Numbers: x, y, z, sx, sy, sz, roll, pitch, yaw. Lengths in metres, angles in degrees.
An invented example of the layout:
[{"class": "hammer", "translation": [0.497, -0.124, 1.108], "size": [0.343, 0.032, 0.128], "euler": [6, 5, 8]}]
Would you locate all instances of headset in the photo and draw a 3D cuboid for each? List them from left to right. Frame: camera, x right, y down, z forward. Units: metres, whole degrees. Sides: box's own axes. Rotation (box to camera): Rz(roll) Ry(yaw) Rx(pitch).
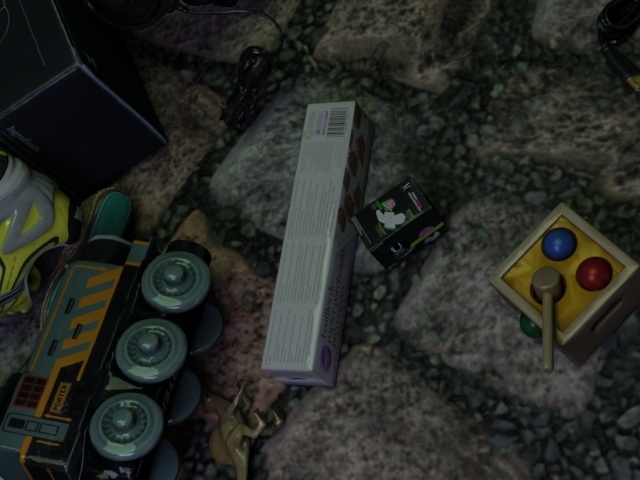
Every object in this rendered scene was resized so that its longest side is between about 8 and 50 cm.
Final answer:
[{"class": "headset", "translation": [-0.188, -0.318, 1.635], "size": [0.243, 0.185, 0.394], "euler": [-22, 58, -36]}]

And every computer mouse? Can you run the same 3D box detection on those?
[{"class": "computer mouse", "translation": [0.408, -0.212, 1.382], "size": [0.184, 0.060, 0.262], "euler": [-40, 57, 3]}]

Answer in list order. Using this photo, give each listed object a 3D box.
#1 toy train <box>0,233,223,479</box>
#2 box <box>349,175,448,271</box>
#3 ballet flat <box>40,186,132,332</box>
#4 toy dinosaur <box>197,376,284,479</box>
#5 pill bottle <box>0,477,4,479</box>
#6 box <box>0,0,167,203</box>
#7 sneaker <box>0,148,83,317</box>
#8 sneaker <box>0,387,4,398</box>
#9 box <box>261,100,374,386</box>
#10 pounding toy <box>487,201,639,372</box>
[{"class": "toy train", "translation": [-0.226, 0.134, 1.419], "size": [0.190, 0.142, 0.334], "euler": [9, 58, 11]}, {"class": "box", "translation": [0.086, -0.018, 1.442], "size": [0.083, 0.062, 0.052], "euler": [-34, 56, 8]}, {"class": "ballet flat", "translation": [-0.289, 0.032, 1.602], "size": [0.067, 0.073, 0.206], "euler": [2, 63, 54]}, {"class": "toy dinosaur", "translation": [-0.086, 0.215, 1.434], "size": [0.092, 0.053, 0.183], "euler": [-41, 48, 21]}, {"class": "pill bottle", "translation": [-0.406, 0.329, 1.472], "size": [0.131, 0.131, 0.229], "euler": [17, 75, 30]}, {"class": "box", "translation": [-0.444, -0.167, 1.667], "size": [0.395, 0.212, 0.293], "euler": [-32, 58, 10]}, {"class": "sneaker", "translation": [-0.423, 0.065, 1.570], "size": [0.385, 0.147, 0.145], "euler": [-46, 28, 31]}, {"class": "sneaker", "translation": [-0.286, 0.191, 1.517], "size": [0.228, 0.086, 0.132], "euler": [27, 76, 22]}, {"class": "box", "translation": [0.000, 0.000, 1.473], "size": [0.067, 0.063, 0.324], "euler": [-2, 67, 26]}, {"class": "pounding toy", "translation": [0.241, 0.055, 1.314], "size": [0.141, 0.100, 0.130], "euler": [-46, 57, 0]}]
